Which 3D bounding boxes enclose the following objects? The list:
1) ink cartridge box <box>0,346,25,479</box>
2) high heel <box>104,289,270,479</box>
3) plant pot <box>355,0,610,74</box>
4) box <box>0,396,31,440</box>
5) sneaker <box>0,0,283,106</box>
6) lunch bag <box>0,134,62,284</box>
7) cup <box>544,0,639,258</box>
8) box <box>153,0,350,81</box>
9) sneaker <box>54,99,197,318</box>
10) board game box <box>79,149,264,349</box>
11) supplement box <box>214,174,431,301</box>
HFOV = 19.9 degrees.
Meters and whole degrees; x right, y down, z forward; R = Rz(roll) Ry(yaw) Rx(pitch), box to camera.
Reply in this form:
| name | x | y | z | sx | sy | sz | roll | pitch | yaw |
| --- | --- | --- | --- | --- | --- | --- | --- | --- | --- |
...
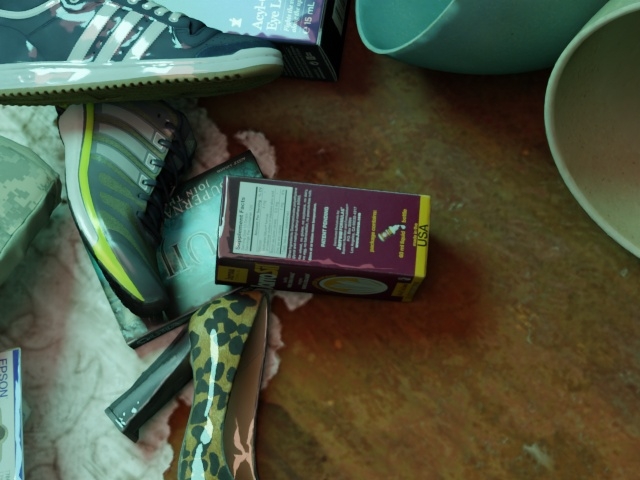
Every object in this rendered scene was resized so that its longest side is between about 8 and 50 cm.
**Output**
| name | x | y | z | sx | sy | sz | roll | pitch | yaw |
| --- | --- | --- | --- | --- | --- | --- | --- | --- | --- |
| ink cartridge box | -0.417 | 0.204 | 1.646 | 0.333 | 0.065 | 0.165 | -9 | 64 | 8 |
| high heel | -0.052 | 0.173 | 1.657 | 0.186 | 0.093 | 0.261 | -45 | 68 | -4 |
| plant pot | 0.189 | -0.268 | 1.665 | 0.195 | 0.290 | 0.290 | 22 | 77 | -22 |
| box | -0.447 | 0.243 | 1.701 | 0.232 | 0.058 | 0.322 | 22 | 70 | 20 |
| sneaker | -0.176 | -0.207 | 1.671 | 0.282 | 0.099 | 0.153 | -3 | 84 | 8 |
| lunch bag | -0.405 | -0.001 | 1.684 | 0.287 | 0.169 | 0.235 | 10 | 34 | 14 |
| cup | 0.389 | -0.144 | 1.574 | 0.331 | 0.331 | 0.237 | 21 | 52 | 15 |
| box | -0.078 | -0.248 | 1.771 | 0.207 | 0.108 | 0.153 | 6 | 76 | 12 |
| sneaker | -0.174 | -0.065 | 1.714 | 0.121 | 0.111 | 0.300 | -17 | 60 | 3 |
| board game box | -0.123 | 0.009 | 1.749 | 0.186 | 0.026 | 0.126 | -27 | 71 | 2 |
| supplement box | 0.000 | 0.000 | 1.667 | 0.188 | 0.104 | 0.080 | 5 | 74 | -3 |
